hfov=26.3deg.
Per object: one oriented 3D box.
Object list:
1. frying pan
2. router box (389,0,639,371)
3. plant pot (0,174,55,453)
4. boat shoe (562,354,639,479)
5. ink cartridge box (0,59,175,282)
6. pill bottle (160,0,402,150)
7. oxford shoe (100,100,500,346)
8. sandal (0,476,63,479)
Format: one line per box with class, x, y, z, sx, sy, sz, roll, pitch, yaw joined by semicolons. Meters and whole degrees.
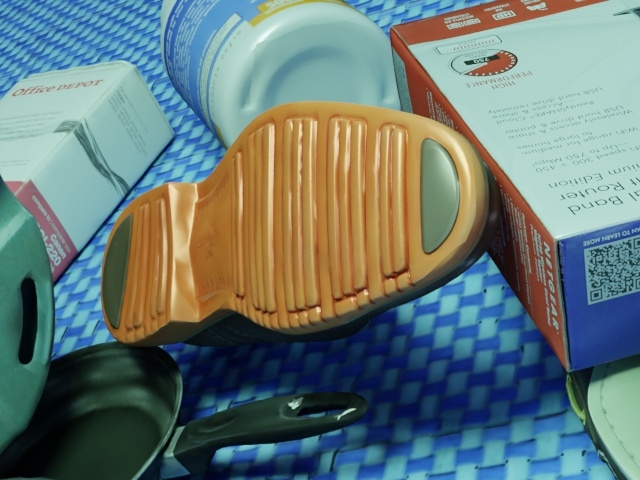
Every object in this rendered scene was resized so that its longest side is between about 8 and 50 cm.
frying pan;-0.115;0.120;0.898;0.326;0.053;0.197;-22;31;11
router box;0.242;-0.078;0.795;0.336;0.082;0.301;-15;30;-6
plant pot;-0.379;0.051;0.923;0.334;0.341;0.341;-3;39;38
boat shoe;0.172;0.078;0.716;0.081;0.068;0.227;-7;33;1
ink cartridge box;-0.258;-0.059;1.236;0.159;0.092;0.218;-2;42;37
pill bottle;-0.047;-0.155;1.148;0.152;0.152;0.272;-32;32;-6
oxford shoe;0.000;0.000;0.834;0.364;0.133;0.130;-11;73;55
sandal;-0.317;0.241;0.793;0.446;0.167;0.107;-18;50;18
